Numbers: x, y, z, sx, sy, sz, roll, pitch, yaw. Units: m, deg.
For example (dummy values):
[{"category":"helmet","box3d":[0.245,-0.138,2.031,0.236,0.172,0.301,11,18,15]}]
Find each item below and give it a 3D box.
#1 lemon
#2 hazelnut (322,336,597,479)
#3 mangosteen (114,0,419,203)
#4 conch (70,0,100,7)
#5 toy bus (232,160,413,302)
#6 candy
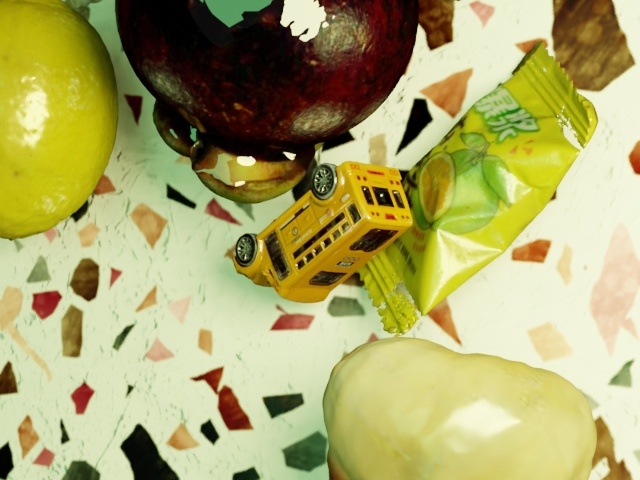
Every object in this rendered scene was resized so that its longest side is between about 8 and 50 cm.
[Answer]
[{"category":"lemon","box3d":[-0.331,-0.134,1.772,0.236,0.236,0.263,37,89,25]},{"category":"hazelnut","box3d":[0.127,0.192,1.530,0.261,0.241,0.261,10,114,22]},{"category":"mangosteen","box3d":[-0.057,-0.202,1.647,0.307,0.307,0.347,37,128,25]},{"category":"conch","box3d":[-0.191,-0.364,1.796,0.182,0.148,0.275,18,85,30]},{"category":"toy bus","box3d":[0.000,0.000,1.646,0.194,0.083,0.088,-40,59,37]},{"category":"candy","box3d":[0.146,-0.050,1.615,0.297,0.081,0.187,-48,33,14]}]
